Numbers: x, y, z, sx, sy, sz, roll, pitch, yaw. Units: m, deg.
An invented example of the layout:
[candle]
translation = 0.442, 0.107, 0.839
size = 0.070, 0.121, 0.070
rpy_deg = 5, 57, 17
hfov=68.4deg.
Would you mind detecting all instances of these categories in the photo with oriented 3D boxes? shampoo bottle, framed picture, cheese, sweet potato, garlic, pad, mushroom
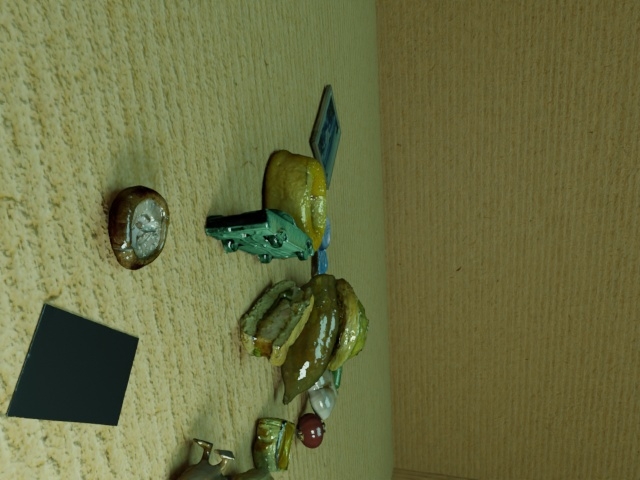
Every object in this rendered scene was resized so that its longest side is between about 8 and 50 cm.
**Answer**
[shampoo bottle]
translation = 0.047, 0.480, 1.717
size = 0.065, 0.065, 0.205
rpy_deg = 66, 29, -53
[framed picture]
translation = 0.025, -0.375, 1.702
size = 0.232, 0.024, 0.315
rpy_deg = 71, 26, -51
[cheese]
translation = 0.000, 0.000, 1.572
size = 0.135, 0.052, 0.245
rpy_deg = -42, 131, -65
[sweet potato]
translation = -0.029, 0.268, 1.307
size = 0.158, 0.157, 0.370
rpy_deg = 56, 36, -62
[garlic]
translation = -0.005, 0.467, 1.481
size = 0.124, 0.099, 0.175
rpy_deg = 18, 53, -82
[pad]
translation = -0.310, 0.171, 0.617
size = 0.190, 0.004, 0.127
rpy_deg = 58, 36, -62
[mushroom]
translation = -0.265, -0.018, 0.680
size = 0.123, 0.052, 0.123
rpy_deg = 8, 90, -74

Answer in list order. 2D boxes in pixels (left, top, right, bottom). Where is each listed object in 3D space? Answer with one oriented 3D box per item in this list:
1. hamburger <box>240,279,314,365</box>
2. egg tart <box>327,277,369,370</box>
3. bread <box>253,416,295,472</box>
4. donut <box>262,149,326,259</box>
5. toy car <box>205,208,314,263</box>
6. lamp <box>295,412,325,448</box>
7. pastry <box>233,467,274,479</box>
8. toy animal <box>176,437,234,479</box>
[hamburger]
translation = -0.105, 0.197, 1.132
size = 0.262, 0.124, 0.131
rpy_deg = -52, 158, -57
[egg tart]
translation = 0.062, 0.257, 1.449
size = 0.290, 0.115, 0.291
rpy_deg = -28, -122, 60
[bread]
translation = -0.114, 0.505, 1.161
size = 0.140, 0.069, 0.128
rpy_deg = 64, 31, -62
[donut]
translation = -0.055, -0.098, 1.288
size = 0.303, 0.110, 0.303
rpy_deg = 1, 90, -74
[toy car]
translation = -0.113, -0.013, 1.039
size = 0.320, 0.141, 0.097
rpy_deg = 33, 53, -71
[lamp]
translation = -0.029, 0.570, 1.413
size = 0.101, 0.090, 0.101
rpy_deg = 174, -90, -73
[pastry]
translation = -0.157, 0.579, 0.973
size = 0.182, 0.093, 0.193
rpy_deg = 47, 50, -68
[toy animal]
translation = -0.211, 0.455, 0.829
size = 0.179, 0.089, 0.188
rpy_deg = -68, 155, -22
